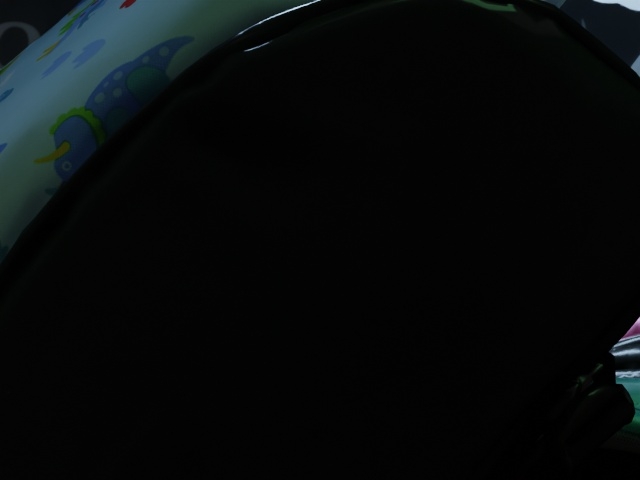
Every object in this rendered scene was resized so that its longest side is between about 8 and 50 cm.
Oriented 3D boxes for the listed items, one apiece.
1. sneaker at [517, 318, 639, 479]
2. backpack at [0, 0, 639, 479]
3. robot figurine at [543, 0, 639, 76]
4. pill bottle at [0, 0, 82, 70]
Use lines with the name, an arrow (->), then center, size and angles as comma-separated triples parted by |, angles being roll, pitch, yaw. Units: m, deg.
sneaker -> 0.093, 0.096, 0.622 | 0.295, 0.124, 0.178 | -19, 20, 47
backpack -> -0.046, 0.005, 0.594 | 0.273, 0.290, 0.355 | 43, 4, 0
robot figurine -> 0.198, -0.051, 0.738 | 0.209, 0.173, 0.278 | 23, 17, -29
pill bottle -> -0.181, -0.156, 0.981 | 0.210, 0.363, 0.210 | 7, 14, -2
